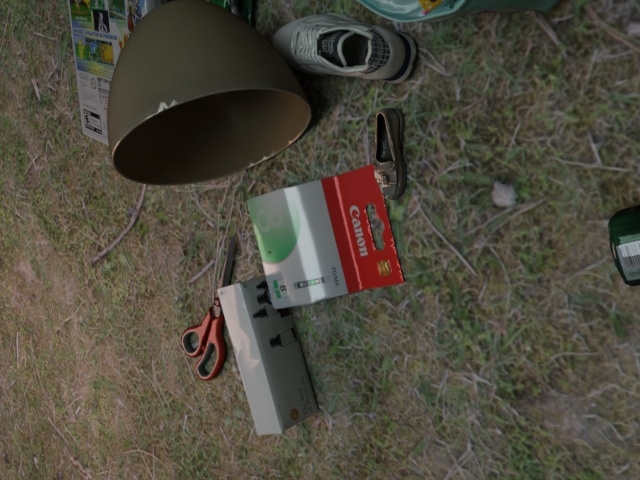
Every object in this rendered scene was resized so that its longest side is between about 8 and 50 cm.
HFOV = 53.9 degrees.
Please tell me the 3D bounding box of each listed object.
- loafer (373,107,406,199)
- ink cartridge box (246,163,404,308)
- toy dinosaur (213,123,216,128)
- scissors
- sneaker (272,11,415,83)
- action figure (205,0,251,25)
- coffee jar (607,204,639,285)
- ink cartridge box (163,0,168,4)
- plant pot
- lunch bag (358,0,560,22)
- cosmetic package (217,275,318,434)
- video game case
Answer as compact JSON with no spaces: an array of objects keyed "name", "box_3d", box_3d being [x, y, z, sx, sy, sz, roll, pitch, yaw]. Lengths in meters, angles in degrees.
[{"name":"loafer","box_3d":[0.088,-0.116,0.850,0.045,0.039,0.125,6,103,38]},{"name":"ink cartridge box","box_3d":[0.000,0.000,0.938,0.224,0.056,0.181,-14,90,42]},{"name":"toy dinosaur","box_3d":[-0.222,-0.199,1.079,0.118,0.064,0.268,54,130,25]},{"name":"scissors","box_3d":[-0.179,0.131,1.134,0.109,0.021,0.297,46,123,26]},{"name":"sneaker","box_3d":[0.011,-0.265,0.850,0.235,0.094,0.090,17,111,38]},{"name":"action figure","box_3d":[-0.149,-0.373,0.984,0.137,0.063,0.232,13,111,34]},{"name":"coffee jar","box_3d":[0.381,-0.012,0.596,0.184,0.096,0.079,-15,92,39]},{"name":"ink cartridge box","box_3d":[-0.308,-0.393,1.111,0.088,0.052,0.123,-25,85,40]},{"name":"plant pot","box_3d":[-0.174,-0.223,0.898,0.284,0.284,0.191,-29,74,39]},{"name":"lunch bag","box_3d":[0.119,-0.323,0.664,0.262,0.223,0.160,43,130,24]},{"name":"cosmetic package","box_3d":[-0.082,0.178,1.009,0.060,0.099,0.239,-17,88,40]},{"name":"video game case","box_3d":[-0.366,-0.310,1.130,0.329,0.036,0.300,25,122,44]}]
